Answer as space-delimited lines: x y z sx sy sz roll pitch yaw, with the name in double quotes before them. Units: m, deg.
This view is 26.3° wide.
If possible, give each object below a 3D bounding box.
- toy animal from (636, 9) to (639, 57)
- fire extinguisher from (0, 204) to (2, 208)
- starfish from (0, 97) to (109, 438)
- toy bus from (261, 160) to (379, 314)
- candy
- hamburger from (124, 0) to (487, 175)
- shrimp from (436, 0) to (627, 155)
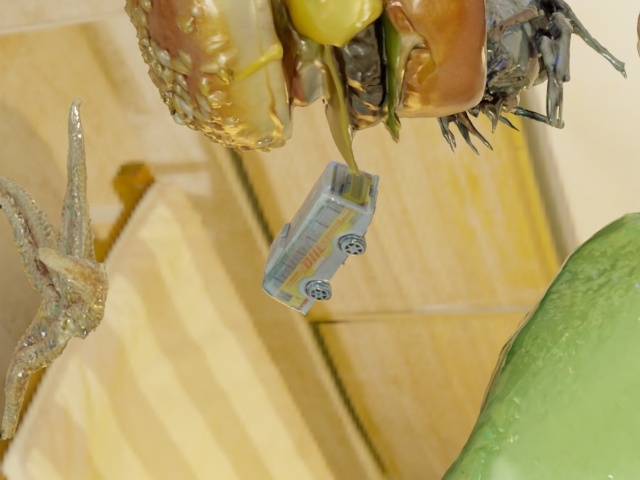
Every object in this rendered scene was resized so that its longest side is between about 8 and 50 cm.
"toy animal" 0.272 -0.219 0.984 0.171 0.171 0.198 22 49 -64
"fire extinguisher" -0.459 -0.014 1.698 0.132 0.056 0.039 -19 71 -43
"starfish" -0.376 0.043 1.834 0.132 0.398 0.384 -10 78 -30
"toy bus" 0.000 0.000 1.409 0.190 0.075 0.064 126 -19 -47
"candy" 0.100 0.146 0.628 0.343 0.132 0.142 -56 152 -13
"hamburger" -0.020 -0.190 0.862 0.291 0.225 0.291 168 -90 -89
"shrimp" 0.179 -0.169 1.225 0.372 0.172 0.137 -83 155 -56
